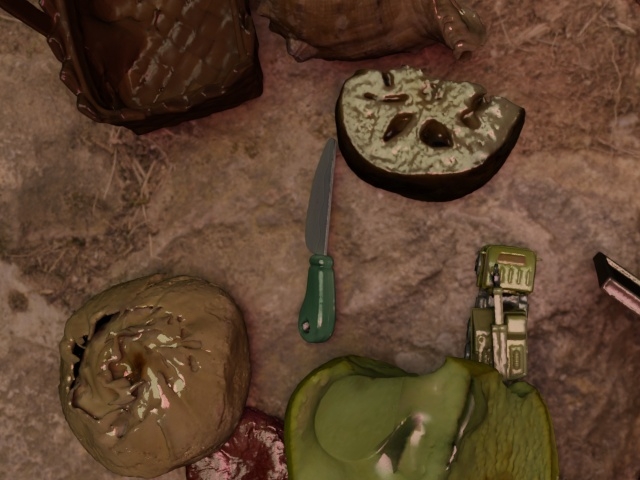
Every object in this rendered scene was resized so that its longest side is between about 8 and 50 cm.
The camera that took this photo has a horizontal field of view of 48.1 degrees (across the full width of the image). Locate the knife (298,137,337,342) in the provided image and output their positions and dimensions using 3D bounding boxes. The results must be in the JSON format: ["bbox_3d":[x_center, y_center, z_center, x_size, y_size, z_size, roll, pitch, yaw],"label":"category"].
[{"bbox_3d":[-0.001,0.000,0.921,0.034,0.063,0.260,6,84,-29],"label":"knife"}]

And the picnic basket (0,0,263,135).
[{"bbox_3d":[-0.210,-0.287,0.852,0.254,0.321,0.291,-16,84,5],"label":"picnic basket"}]

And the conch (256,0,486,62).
[{"bbox_3d":[0.032,-0.300,0.852,0.324,0.263,0.186,45,115,-5],"label":"conch"}]

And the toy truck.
[{"bbox_3d":[0.215,0.088,0.848,0.077,0.100,0.169,8,87,9],"label":"toy truck"}]

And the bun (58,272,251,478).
[{"bbox_3d":[-0.216,0.159,0.875,0.259,0.152,0.259,-3,77,15],"label":"bun"}]

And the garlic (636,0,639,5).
[{"bbox_3d":[0.506,-0.373,0.854,0.266,0.128,0.148,-43,91,-7],"label":"garlic"}]

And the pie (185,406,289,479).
[{"bbox_3d":[-0.103,0.285,0.916,0.153,0.038,0.154,-1,84,12],"label":"pie"}]

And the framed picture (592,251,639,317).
[{"bbox_3d":[0.416,0.115,0.755,0.289,0.213,0.016,37,106,11],"label":"framed picture"}]

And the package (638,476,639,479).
[{"bbox_3d":[0.435,0.346,0.823,0.171,0.027,0.173,24,84,11],"label":"package"}]

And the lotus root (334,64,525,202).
[{"bbox_3d":[0.123,-0.125,0.875,0.234,0.119,0.138,12,87,9],"label":"lotus root"}]

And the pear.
[{"bbox_3d":[0.096,0.222,0.804,0.282,0.286,0.176,-1,66,43],"label":"pear"}]
